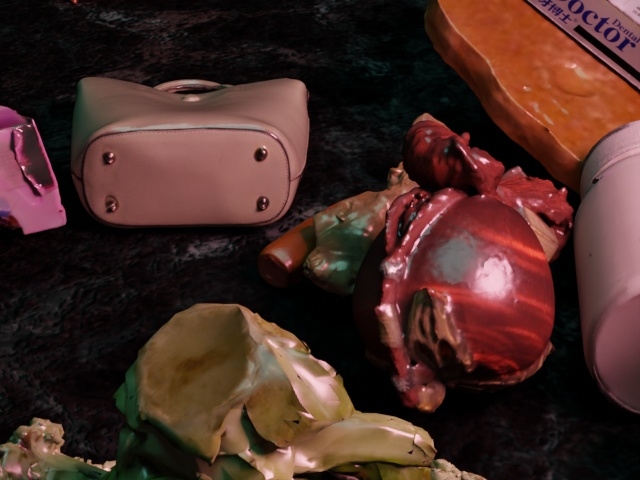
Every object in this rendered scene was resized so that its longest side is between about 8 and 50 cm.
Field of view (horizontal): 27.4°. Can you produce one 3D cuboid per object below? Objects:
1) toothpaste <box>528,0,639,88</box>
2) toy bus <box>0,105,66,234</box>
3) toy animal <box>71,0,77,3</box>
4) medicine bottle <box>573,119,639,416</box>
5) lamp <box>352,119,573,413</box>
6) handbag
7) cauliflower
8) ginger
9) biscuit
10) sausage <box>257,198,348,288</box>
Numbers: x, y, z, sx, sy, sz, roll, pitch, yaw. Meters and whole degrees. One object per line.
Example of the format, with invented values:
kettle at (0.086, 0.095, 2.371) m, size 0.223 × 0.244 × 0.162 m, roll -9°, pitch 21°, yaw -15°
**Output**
toothpaste at (0.331, -0.187, 1.248) m, size 0.336 × 0.067 × 0.081 m, roll 40°, pitch 52°, yaw 10°
toy bus at (-0.361, -0.031, 1.114) m, size 0.274 × 0.112 × 0.090 m, roll -17°, pitch 29°, yaw -25°
toy animal at (-0.222, -0.333, 1.643) m, size 0.241 × 0.056 × 0.099 m, roll 1°, pitch 40°, yaw -6°
medicine bottle at (0.276, 0.014, 1.057) m, size 0.143 × 0.143 × 0.258 m, roll 5°, pitch 33°, yaw 3°
lamp at (0.119, 0.030, 1.000) m, size 0.151 × 0.223 × 0.215 m, roll 24°, pitch -6°, yaw 38°
handbag at (-0.127, -0.124, 1.280) m, size 0.241 × 0.109 × 0.315 m, roll 1°, pitch 29°, yaw -4°
cauliflower at (-0.040, 0.154, 0.720) m, size 0.275 × 0.250 × 0.272 m, roll -21°, pitch 37°, yaw -24°
ginger at (0.089, -0.013, 1.135) m, size 0.149 × 0.065 × 0.258 m, roll 38°, pitch 43°, yaw 9°
biscuit at (0.307, -0.170, 1.309) m, size 0.385 × 0.062 × 0.365 m, roll 43°, pitch 51°, yaw 12°
sausage at (0.000, 0.000, 1.148) m, size 0.039 × 0.041 × 0.131 m, roll 33°, pitch 43°, yaw 26°
